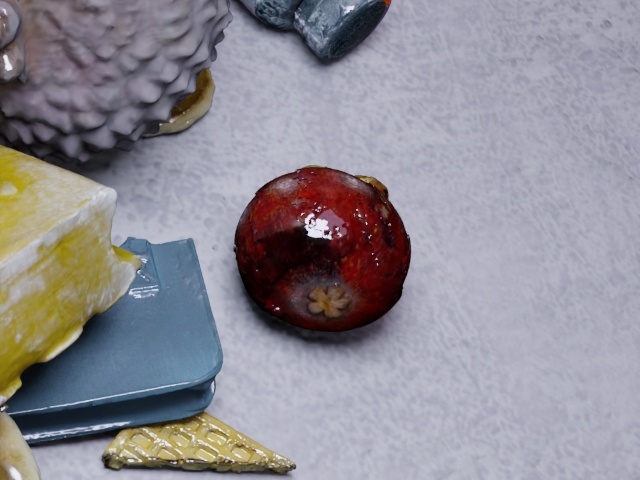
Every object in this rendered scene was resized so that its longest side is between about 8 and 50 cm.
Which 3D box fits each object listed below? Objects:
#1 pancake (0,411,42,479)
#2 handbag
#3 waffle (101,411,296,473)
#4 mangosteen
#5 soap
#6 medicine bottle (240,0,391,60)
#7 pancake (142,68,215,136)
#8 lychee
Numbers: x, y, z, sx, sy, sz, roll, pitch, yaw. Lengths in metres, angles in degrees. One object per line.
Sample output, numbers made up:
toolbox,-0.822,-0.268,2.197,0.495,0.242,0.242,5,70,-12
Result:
pancake,-0.339,0.231,1.351,0.283,0.049,0.282,1,65,-1
handbag,-0.210,0.080,1.513,0.229,0.062,0.179,-7,58,-15
waffle,-0.106,0.195,1.518,0.153,0.023,0.097,31,52,1
mangosteen,0.000,0.000,1.621,0.166,0.166,0.180,15,27,-11
soap,-0.333,0.024,1.407,0.281,0.143,0.259,19,47,29
medicine bottle,-0.056,-0.324,1.821,0.141,0.141,0.293,-32,72,-35
pancake,-0.181,-0.168,1.736,0.158,0.028,0.158,9,53,-12
lychee,-0.254,-0.261,1.542,0.380,0.380,0.432,17,30,-10
